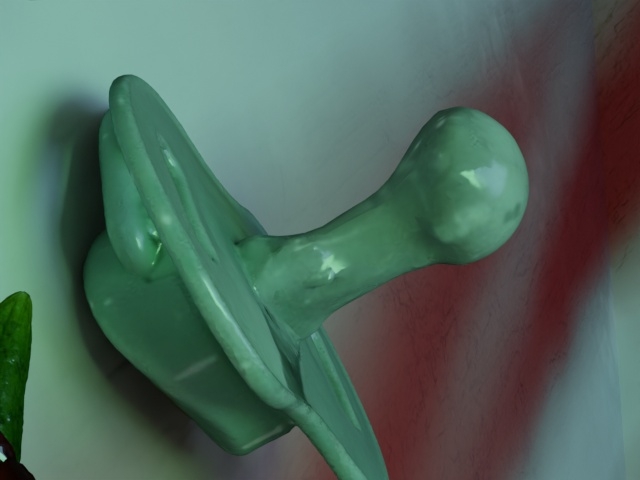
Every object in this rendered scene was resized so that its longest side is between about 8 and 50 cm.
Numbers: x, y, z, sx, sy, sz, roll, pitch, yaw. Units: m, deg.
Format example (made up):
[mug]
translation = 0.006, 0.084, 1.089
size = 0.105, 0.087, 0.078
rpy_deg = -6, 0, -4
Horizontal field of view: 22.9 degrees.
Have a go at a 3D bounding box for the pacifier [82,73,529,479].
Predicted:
[pacifier]
translation = 0.000, 0.000, 0.983
size = 0.288, 0.269, 0.343
rpy_deg = 63, 3, 36

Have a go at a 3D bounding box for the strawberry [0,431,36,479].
[strawberry]
translation = -0.186, 0.133, 0.451
size = 0.274, 0.220, 0.274
rpy_deg = -10, 90, -74

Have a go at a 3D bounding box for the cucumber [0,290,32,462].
[cucumber]
translation = -0.167, 0.099, 0.786
size = 0.039, 0.039, 0.168
rpy_deg = 55, 30, -50
